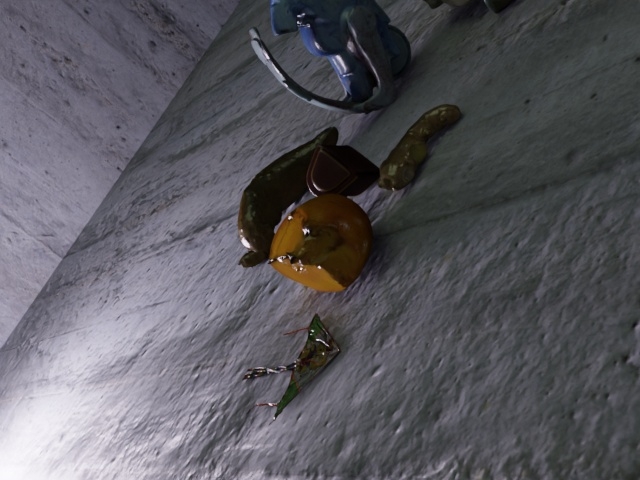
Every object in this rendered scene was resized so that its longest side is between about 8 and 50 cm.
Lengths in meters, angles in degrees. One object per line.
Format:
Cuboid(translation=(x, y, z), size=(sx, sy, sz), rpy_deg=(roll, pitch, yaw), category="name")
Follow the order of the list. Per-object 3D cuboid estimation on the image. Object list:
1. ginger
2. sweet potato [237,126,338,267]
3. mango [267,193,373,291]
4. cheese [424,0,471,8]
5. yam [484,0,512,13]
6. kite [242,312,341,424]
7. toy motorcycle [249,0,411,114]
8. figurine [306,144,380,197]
Cuboid(translation=(0.146, -0.147, 1.510), size=(0.173, 0.051, 0.069), rpy_deg=(-55, 24, -7), category="ginger")
Cuboid(translation=(-0.082, -0.088, 1.820), size=(0.124, 0.098, 0.310), rpy_deg=(19, 68, 46), category="sweet potato")
Cuboid(translation=(0.000, 0.000, 1.457), size=(0.154, 0.126, 0.252), rpy_deg=(-53, 12, 0), category="mango")
Cuboid(translation=(0.291, -0.555, 1.785), size=(0.318, 0.115, 0.326), rpy_deg=(-49, 15, -12), category="cheese")
Cuboid(translation=(0.336, -0.452, 1.614), size=(0.169, 0.068, 0.068), rpy_deg=(-38, 24, 32), category="yam")
Cuboid(translation=(-0.048, 0.186, 1.405), size=(0.244, 0.006, 0.198), rpy_deg=(-24, 33, 49), category="kite")
Cuboid(translation=(0.022, -0.372, 1.772), size=(0.182, 0.319, 0.241), rpy_deg=(-21, 28, 48), category="toy motorcycle")
Cuboid(translation=(0.034, -0.096, 1.584), size=(0.098, 0.082, 0.154), rpy_deg=(-58, -18, 15), category="figurine")
